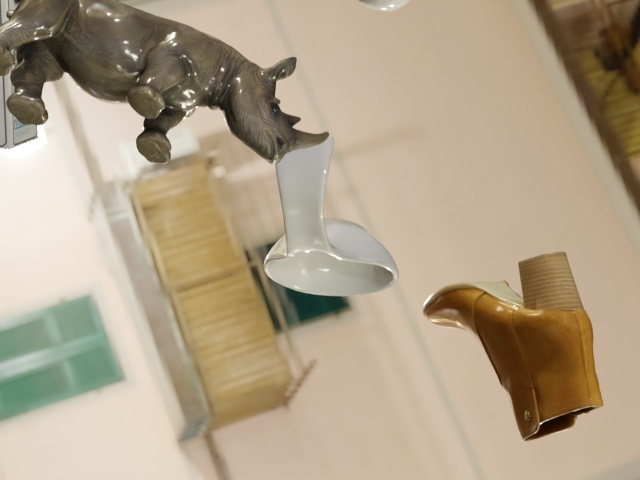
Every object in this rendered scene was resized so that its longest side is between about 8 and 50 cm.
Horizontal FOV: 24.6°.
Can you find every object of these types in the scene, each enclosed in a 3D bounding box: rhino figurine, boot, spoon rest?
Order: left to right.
[{"bbox_3d":[-0.108,-0.112,1.014,0.073,0.243,0.106,112,-7,-47],"label":"rhino figurine"},{"bbox_3d":[0.000,0.000,1.424,0.276,0.137,0.084,70,23,-61],"label":"spoon rest"},{"bbox_3d":[0.234,0.148,1.839,0.295,0.104,0.211,-28,-113,57],"label":"boot"}]

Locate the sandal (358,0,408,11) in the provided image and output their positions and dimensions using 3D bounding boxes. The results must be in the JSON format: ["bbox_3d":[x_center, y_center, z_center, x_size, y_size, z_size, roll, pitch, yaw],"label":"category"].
[{"bbox_3d":[0.058,-0.435,1.829,0.169,0.102,0.416,-40,-132,36],"label":"sandal"}]

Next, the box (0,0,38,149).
[{"bbox_3d":[-0.429,-0.258,1.733,0.087,0.169,0.290,-46,136,-72],"label":"box"}]
